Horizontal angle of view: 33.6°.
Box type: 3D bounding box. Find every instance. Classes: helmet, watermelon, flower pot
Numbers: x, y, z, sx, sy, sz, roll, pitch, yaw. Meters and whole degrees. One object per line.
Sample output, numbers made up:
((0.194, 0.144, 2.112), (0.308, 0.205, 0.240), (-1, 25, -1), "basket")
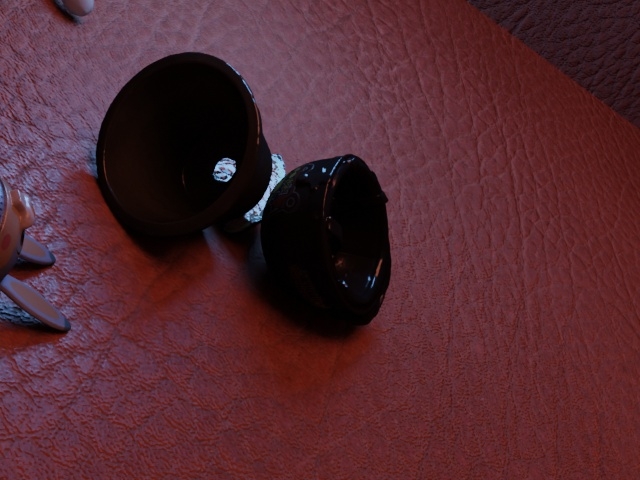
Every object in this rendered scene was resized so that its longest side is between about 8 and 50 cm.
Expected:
((0.000, 0.000, 1.612), (0.278, 0.161, 0.230), (69, 31, -43), "helmet")
((-0.133, -0.082, 1.679), (0.139, 0.071, 0.187), (29, 41, -8), "watermelon")
((-0.175, -0.122, 1.544), (0.269, 0.269, 0.166), (55, 12, 21), "flower pot")

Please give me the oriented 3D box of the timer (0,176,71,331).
((-0.374, -0.002, 1.212), (0.256, 0.175, 0.175), (15, 40, -39), "timer")

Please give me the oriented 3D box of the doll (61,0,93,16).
((-0.504, -0.533, 1.729), (0.243, 0.159, 0.311), (0, 47, -47), "doll")
